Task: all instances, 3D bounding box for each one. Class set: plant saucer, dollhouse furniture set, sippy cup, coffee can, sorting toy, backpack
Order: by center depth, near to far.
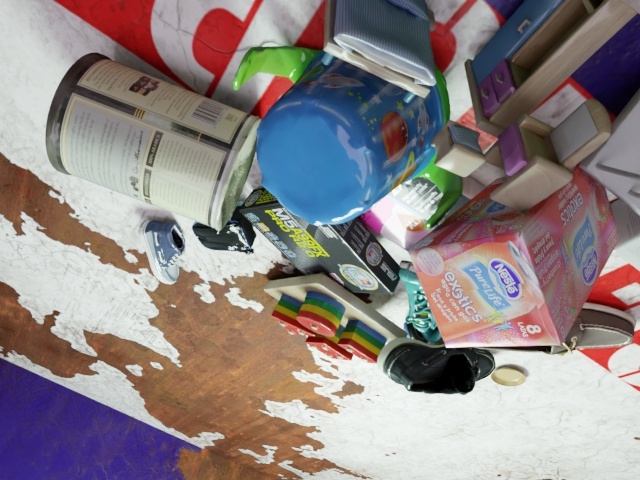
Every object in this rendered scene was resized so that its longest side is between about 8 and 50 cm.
[{"bbox_3d":[0.142,-0.237,0.508,0.303,0.287,0.198,19,140,-18],"label":"dollhouse furniture set"},{"bbox_3d":[0.034,-0.140,0.658,0.305,0.224,0.240,8,124,26],"label":"sippy cup"},{"bbox_3d":[-0.260,-0.156,0.803,0.275,0.202,0.202,21,139,-3],"label":"coffee can"},{"bbox_3d":[-0.196,-0.028,1.010,0.114,0.084,0.105,-2,137,16],"label":"backpack"},{"bbox_3d":[0.013,0.186,1.104,0.255,0.090,0.257,36,155,-22],"label":"sorting toy"},{"bbox_3d":[0.471,0.339,1.229,0.083,0.015,0.084,10,139,9],"label":"plant saucer"}]

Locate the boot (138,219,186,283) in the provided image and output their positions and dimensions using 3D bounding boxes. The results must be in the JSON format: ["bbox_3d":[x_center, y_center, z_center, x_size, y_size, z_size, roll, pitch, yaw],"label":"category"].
[{"bbox_3d":[-0.351,0.035,1.145,0.085,0.069,0.190,5,136,18],"label":"boot"}]

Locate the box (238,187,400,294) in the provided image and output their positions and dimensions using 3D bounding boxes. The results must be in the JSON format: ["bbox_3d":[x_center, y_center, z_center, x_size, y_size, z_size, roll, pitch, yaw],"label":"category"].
[{"bbox_3d":[0.000,0.000,0.943,0.216,0.060,0.270,-2,139,50],"label":"box"}]

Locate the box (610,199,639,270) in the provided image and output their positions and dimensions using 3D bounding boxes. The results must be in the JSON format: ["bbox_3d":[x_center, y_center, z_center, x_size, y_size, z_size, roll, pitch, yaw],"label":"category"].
[{"bbox_3d":[0.515,-0.015,0.758,0.101,0.101,0.087,31,138,-15],"label":"box"}]

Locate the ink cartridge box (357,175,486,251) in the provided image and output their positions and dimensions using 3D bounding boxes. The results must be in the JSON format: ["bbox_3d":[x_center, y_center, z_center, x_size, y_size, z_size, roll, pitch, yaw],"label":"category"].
[{"bbox_3d":[0.179,-0.062,0.862,0.370,0.069,0.176,32,137,-12],"label":"ink cartridge box"}]

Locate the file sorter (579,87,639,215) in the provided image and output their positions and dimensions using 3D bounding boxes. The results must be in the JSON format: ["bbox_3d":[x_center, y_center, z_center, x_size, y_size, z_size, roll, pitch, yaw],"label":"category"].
[{"bbox_3d":[0.512,-0.078,0.579,0.277,0.173,0.193,31,102,-16],"label":"file sorter"}]

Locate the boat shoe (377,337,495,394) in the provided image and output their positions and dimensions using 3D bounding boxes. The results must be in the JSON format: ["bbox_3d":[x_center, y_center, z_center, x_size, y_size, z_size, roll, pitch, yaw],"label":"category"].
[{"bbox_3d":[0.285,0.285,1.071,0.339,0.113,0.127,17,104,-34],"label":"boat shoe"}]

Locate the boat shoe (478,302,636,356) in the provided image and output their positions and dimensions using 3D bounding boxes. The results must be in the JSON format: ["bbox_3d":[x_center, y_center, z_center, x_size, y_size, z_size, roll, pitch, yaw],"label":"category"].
[{"bbox_3d":[0.465,0.187,1.002,0.323,0.097,0.117,4,137,15],"label":"boat shoe"}]

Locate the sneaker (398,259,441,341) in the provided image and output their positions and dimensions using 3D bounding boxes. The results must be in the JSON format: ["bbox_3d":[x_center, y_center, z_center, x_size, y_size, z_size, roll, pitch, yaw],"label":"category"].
[{"bbox_3d":[0.213,0.123,0.952,0.106,0.110,0.275,20,162,34],"label":"sneaker"}]

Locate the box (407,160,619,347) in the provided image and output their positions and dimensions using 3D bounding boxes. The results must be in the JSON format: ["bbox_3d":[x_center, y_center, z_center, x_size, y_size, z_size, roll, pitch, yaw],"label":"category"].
[{"bbox_3d":[0.273,0.006,0.658,0.154,0.299,0.142,-14,103,45],"label":"box"}]

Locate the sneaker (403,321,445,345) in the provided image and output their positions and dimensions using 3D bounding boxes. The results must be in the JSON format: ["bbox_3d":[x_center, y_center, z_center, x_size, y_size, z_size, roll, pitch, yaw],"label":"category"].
[{"bbox_3d":[0.269,0.242,1.169,0.188,0.067,0.078,37,115,-18],"label":"sneaker"}]
